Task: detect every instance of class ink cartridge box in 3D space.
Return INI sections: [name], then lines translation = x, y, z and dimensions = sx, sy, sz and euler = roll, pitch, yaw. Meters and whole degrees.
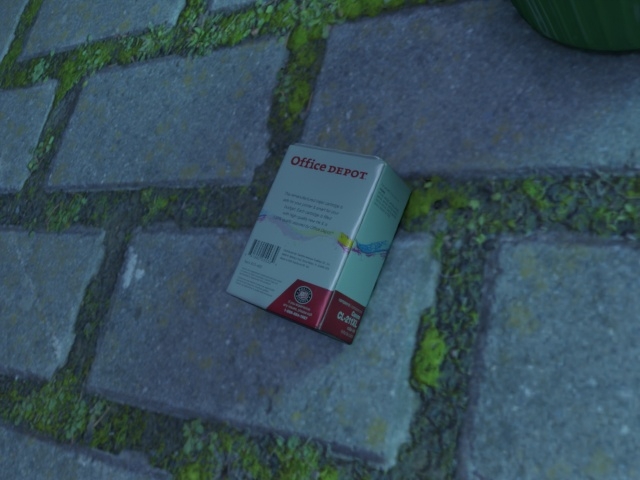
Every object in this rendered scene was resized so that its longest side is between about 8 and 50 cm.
[ink cartridge box]
translation = 0.000, 0.000, 0.638
dimensions = 0.127, 0.072, 0.175
euler = 16, 79, 37

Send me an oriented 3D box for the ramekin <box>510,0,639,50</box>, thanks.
[ramekin]
translation = 0.283, -0.321, 0.551
dimensions = 0.303, 0.148, 0.304
euler = -14, 62, 27
